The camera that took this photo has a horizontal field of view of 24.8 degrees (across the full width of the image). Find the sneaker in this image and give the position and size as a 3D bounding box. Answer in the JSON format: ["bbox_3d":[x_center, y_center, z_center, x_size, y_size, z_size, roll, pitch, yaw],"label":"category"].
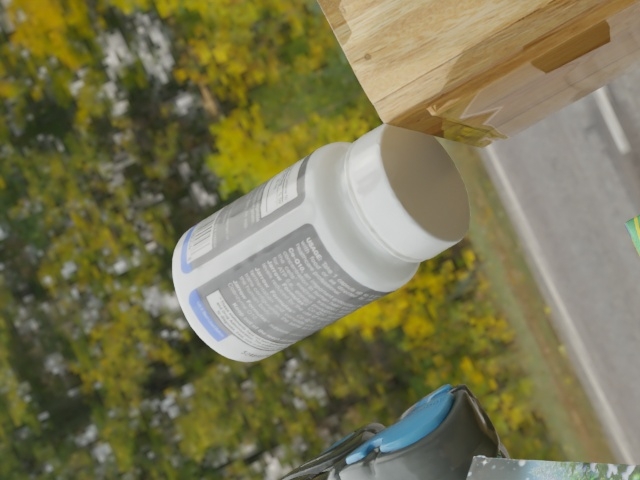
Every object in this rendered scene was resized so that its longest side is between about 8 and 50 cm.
[{"bbox_3d":[0.044,0.198,0.973,0.139,0.125,0.341,56,162,3],"label":"sneaker"}]

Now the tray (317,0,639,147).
[{"bbox_3d":[0.213,-0.168,0.606,0.076,0.411,0.203,62,-164,7],"label":"tray"}]

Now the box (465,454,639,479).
[{"bbox_3d":[0.090,0.184,0.464,0.159,0.233,0.044,-5,143,43],"label":"box"}]

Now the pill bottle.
[{"bbox_3d":[0.000,0.000,0.708,0.078,0.137,0.078,32,-137,-36],"label":"pill bottle"}]

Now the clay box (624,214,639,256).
[{"bbox_3d":[0.264,0.089,0.885,0.127,0.053,0.222,44,-156,-45],"label":"clay box"}]
